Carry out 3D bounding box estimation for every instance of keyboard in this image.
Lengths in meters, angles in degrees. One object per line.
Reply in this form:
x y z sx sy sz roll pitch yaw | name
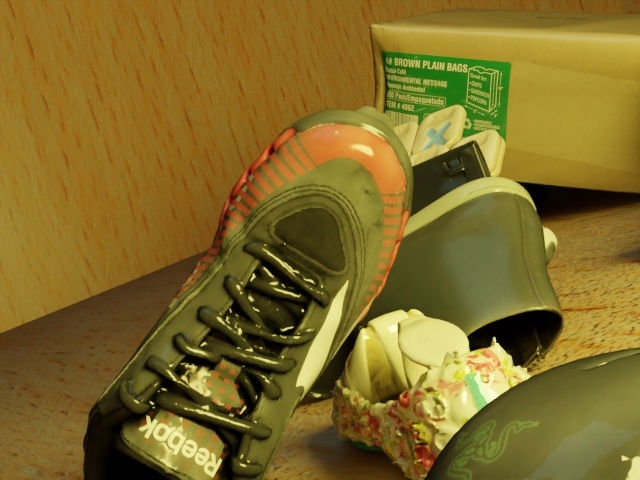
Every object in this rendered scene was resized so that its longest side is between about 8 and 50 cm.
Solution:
0.039 -0.014 0.793 0.180 0.108 0.023 -23 -30 13 | keyboard

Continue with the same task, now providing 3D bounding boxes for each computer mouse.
0.135 0.063 0.397 0.272 0.072 0.188 -22 6 -23 | computer mouse

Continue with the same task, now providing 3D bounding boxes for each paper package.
0.258 -0.172 1.251 0.324 0.168 0.309 9 18 28 | paper package

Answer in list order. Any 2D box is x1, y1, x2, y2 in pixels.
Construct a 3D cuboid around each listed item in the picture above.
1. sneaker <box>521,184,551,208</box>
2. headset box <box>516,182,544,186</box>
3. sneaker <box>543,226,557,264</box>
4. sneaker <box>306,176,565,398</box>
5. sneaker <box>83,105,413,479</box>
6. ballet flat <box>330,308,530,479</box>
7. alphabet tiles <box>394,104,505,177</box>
0.238 -0.048 1.339 0.098 0.038 0.069 -23 5 -27 | sneaker
0.220 -0.107 1.611 0.218 0.110 0.293 -23 6 -29 | headset box
0.039 0.024 0.841 0.292 0.118 0.110 -17 20 39 | sneaker
0.052 0.061 0.707 0.222 0.083 0.118 -40 33 27 | sneaker
-0.042 0.058 0.564 0.276 0.097 0.135 -55 7 21 | sneaker
0.055 0.074 0.566 0.091 0.077 0.241 -21 5 -14 | ballet flat
0.050 -0.024 1.089 0.284 0.021 0.278 -16 40 36 | alphabet tiles
